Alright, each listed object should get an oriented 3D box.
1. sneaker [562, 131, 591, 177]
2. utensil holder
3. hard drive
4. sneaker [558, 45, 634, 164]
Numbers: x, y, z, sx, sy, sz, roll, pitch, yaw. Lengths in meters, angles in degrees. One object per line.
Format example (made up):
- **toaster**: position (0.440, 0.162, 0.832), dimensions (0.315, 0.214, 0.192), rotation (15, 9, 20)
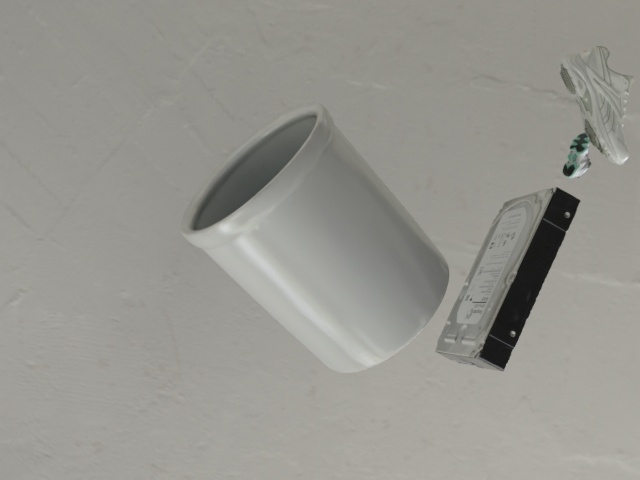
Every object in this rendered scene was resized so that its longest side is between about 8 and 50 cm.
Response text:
- **sneaker**: position (0.532, -0.172, 1.704), dimensions (0.069, 0.038, 0.098), rotation (0, -60, -44)
- **utensil holder**: position (0.000, 0.000, 1.506), dimensions (0.385, 0.328, 0.327), rotation (46, -113, -22)
- **hard drive**: position (0.338, 0.072, 1.560), dimensions (0.064, 0.237, 0.338), rotation (27, -98, -8)
- **sneaker**: position (0.538, -0.256, 1.559), dimensions (0.115, 0.090, 0.232), rotation (-25, -80, 5)
